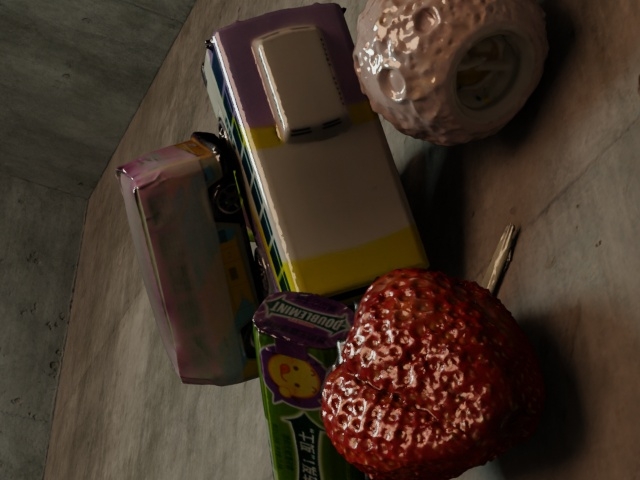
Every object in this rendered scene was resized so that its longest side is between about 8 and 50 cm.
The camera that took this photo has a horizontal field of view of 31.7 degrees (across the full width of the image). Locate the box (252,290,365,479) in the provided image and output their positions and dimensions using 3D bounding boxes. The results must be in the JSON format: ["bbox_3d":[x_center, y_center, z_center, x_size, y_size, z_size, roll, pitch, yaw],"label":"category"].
[{"bbox_3d":[-0.008,0.230,1.515,0.097,0.134,0.346,-55,-31,-44],"label":"box"}]

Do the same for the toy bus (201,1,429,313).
[{"bbox_3d":[-0.019,-0.115,1.609,0.249,0.209,0.440,117,137,-73],"label":"toy bus"}]

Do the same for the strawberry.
[{"bbox_3d":[0.139,0.163,1.276,0.288,0.238,0.250,11,88,61],"label":"strawberry"}]

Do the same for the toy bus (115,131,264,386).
[{"bbox_3d":[-0.188,0.044,1.707,0.171,0.162,0.386,-137,32,-67],"label":"toy bus"}]

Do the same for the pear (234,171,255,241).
[{"bbox_3d":[-0.145,-0.090,2.225,0.188,0.187,0.219,-70,22,7],"label":"pear"}]

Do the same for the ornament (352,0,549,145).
[{"bbox_3d":[0.165,-0.257,1.497,0.225,0.259,0.259,46,117,48],"label":"ornament"}]

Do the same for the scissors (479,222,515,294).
[{"bbox_3d":[0.193,0.118,1.459,0.300,0.022,0.109,-68,25,7],"label":"scissors"}]

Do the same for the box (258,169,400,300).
[{"bbox_3d":[0.000,0.000,1.815,0.167,0.193,0.294,145,138,-70],"label":"box"}]
